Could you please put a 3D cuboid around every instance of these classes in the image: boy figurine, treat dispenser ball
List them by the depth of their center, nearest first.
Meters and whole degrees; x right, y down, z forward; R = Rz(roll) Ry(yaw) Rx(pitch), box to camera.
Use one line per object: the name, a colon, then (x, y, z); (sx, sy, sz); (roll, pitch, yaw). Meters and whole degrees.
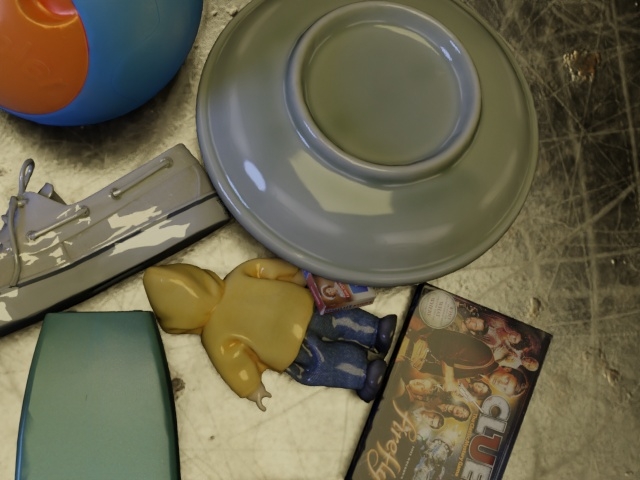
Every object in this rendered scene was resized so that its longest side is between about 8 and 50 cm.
treat dispenser ball: (-0.265, -0.264, 1.126); (0.288, 0.288, 0.288); (1, 83, -6)
boy figurine: (-0.064, 0.100, 1.199); (0.285, 0.092, 0.177); (15, 66, -3)

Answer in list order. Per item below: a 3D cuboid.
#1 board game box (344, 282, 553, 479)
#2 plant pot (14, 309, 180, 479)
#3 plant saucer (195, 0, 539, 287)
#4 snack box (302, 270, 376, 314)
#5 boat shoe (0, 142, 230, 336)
board game box: (0.148, 0.191, 1.241); (0.165, 0.042, 0.243); (22, 81, -4)
plant pot: (-0.227, 0.190, 1.130); (0.165, 0.166, 0.234); (0, 86, -7)
plant saucer: (0.064, -0.151, 1.202); (0.400, 0.100, 0.401); (3, 70, -8)
snack box: (0.000, 0.000, 1.215); (0.064, 0.022, 0.178); (-10, 58, -22)
boat shoe: (-0.291, -0.010, 1.170); (0.367, 0.136, 0.157); (-27, 87, -12)
